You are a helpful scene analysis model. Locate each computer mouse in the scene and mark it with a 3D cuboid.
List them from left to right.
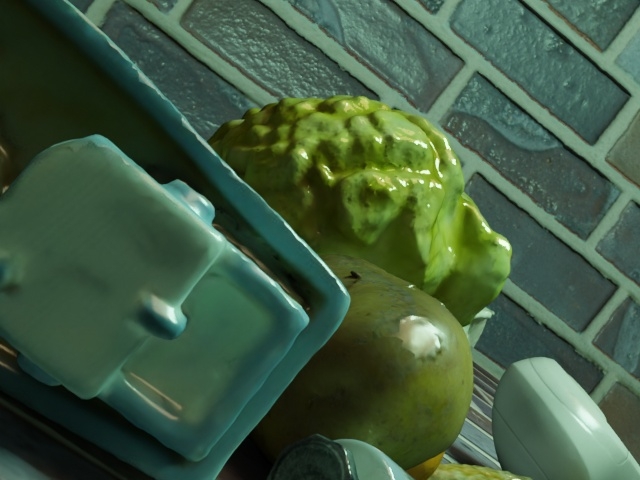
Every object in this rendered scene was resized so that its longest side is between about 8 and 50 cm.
[{"bbox_3d":[0.267,0.248,1.134,0.297,0.121,0.184,52,0,-40],"label":"computer mouse"}]

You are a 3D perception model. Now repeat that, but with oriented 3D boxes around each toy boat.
[{"bbox_3d":[-0.143,-0.038,0.437,0.332,0.145,0.133,40,-4,-6],"label":"toy boat"}]

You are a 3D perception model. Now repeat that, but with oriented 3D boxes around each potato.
[{"bbox_3d":[0.018,0.077,0.632,0.137,0.137,0.176,36,7,-18],"label":"potato"}]

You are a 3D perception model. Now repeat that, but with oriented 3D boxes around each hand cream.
[{"bbox_3d":[0.058,0.166,0.583,0.091,0.058,0.271,36,-5,39],"label":"hand cream"}]

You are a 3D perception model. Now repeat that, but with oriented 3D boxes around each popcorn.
[{"bbox_3d":[0.000,0.000,0.807,0.255,0.195,0.256,16,-36,-5],"label":"popcorn"}]

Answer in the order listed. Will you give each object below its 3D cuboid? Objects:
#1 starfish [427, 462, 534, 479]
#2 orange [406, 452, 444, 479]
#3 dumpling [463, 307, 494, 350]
[{"bbox_3d":[0.228,0.259,0.787,0.324,0.082,0.432,41,4,32],"label":"starfish"},{"bbox_3d":[0.044,0.128,0.733,0.083,0.083,0.083,37,3,-2],"label":"orange"},{"bbox_3d":[0.128,0.113,1.283,0.229,0.151,0.124,33,33,-62],"label":"dumpling"}]
